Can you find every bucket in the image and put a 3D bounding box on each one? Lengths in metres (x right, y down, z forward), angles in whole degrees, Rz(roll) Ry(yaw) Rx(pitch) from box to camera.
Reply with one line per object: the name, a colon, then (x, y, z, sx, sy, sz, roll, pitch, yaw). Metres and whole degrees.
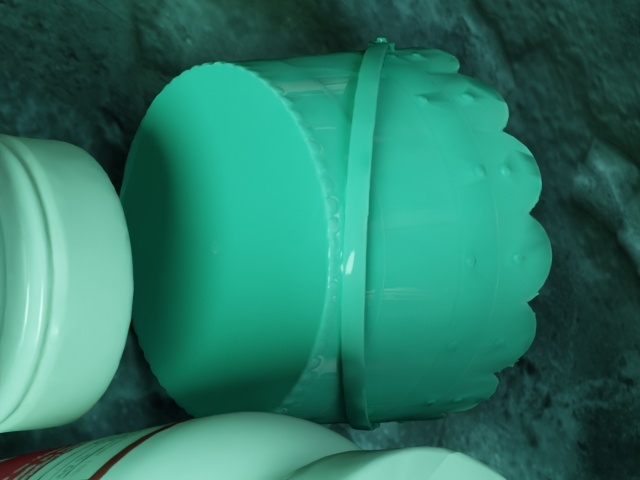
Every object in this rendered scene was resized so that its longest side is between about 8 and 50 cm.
bucket: (0.000, 0.000, 0.907, 0.183, 0.281, 0.281, -4, 80, -40)

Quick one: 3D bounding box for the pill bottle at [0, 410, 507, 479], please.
pill bottle: (-0.082, 0.209, 0.661, 0.229, 0.408, 0.229, 14, 69, -39)

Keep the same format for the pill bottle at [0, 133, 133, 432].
pill bottle: (-0.291, 0.022, 0.669, 0.361, 0.204, 0.204, 2, 76, -42)
